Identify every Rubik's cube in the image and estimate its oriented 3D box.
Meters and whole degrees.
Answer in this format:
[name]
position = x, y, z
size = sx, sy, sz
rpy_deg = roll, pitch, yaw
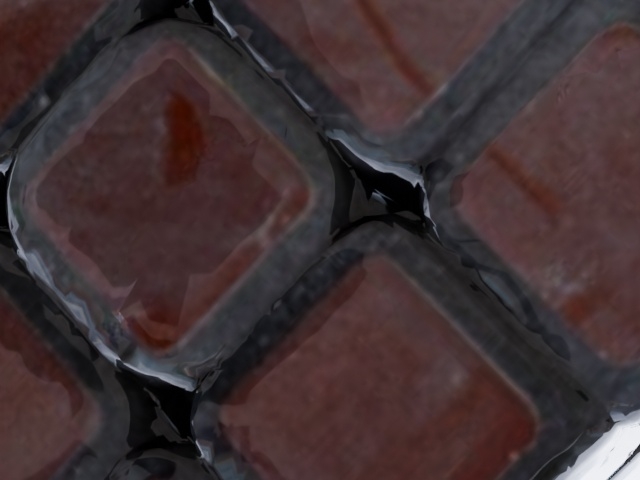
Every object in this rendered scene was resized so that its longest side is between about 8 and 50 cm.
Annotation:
[Rubik's cube]
position = 0.000, 0.000, 0.651
size = 0.305, 0.301, 0.304
rpy_deg = -45, -107, 11
